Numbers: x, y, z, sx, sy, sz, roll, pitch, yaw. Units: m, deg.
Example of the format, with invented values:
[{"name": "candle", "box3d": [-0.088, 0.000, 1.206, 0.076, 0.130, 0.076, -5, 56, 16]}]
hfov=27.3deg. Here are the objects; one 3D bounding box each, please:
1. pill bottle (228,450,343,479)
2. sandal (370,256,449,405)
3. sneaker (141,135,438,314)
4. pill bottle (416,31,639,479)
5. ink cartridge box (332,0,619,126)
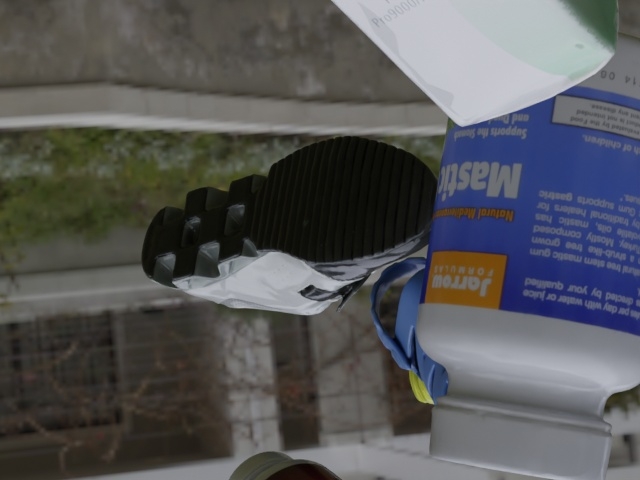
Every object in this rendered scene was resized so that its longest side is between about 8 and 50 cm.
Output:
[{"name": "pill bottle", "box3d": [-0.005, 0.198, 0.874, 0.086, 0.086, 0.152, -3, -165, -29]}, {"name": "sandal", "box3d": [0.120, 0.084, 1.196, 0.126, 0.138, 0.317, -36, -174, -13]}, {"name": "sneaker", "box3d": [0.000, 0.000, 1.187, 0.330, 0.122, 0.146, -9, 150, 43]}, {"name": "pill bottle", "box3d": [0.143, 0.012, 0.842, 0.152, 0.272, 0.152, 10, 173, 1]}, {"name": "ink cartridge box", "box3d": [-0.005, -0.162, 0.333, 0.056, 0.181, 0.225, -25, 126, 35]}]
